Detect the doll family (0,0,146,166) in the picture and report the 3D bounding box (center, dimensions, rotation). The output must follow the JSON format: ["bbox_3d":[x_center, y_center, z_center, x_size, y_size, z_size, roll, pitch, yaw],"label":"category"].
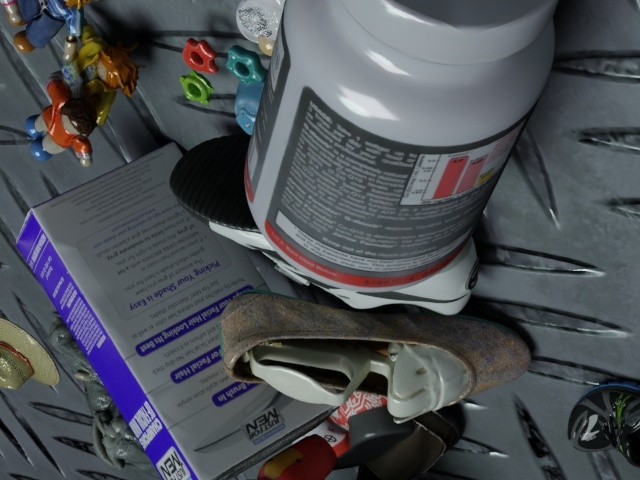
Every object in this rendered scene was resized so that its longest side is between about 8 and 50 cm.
[{"bbox_3d":[-0.258,-0.209,1.708,0.163,0.118,0.263,-15,104,62],"label":"doll family"}]

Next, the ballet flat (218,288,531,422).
[{"bbox_3d":[0.050,0.127,1.701,0.316,0.106,0.107,6,132,5],"label":"ballet flat"}]

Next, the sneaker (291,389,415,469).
[{"bbox_3d":[0.024,0.170,1.887,0.270,0.090,0.145,136,125,-64],"label":"sneaker"}]

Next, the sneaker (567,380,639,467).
[{"bbox_3d":[0.300,0.181,1.645,0.067,0.078,0.188,48,149,-17],"label":"sneaker"}]

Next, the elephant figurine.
[{"bbox_3d":[-0.246,0.216,2.249,0.169,0.186,0.239,5,-175,-37],"label":"elephant figurine"}]

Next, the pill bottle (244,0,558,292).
[{"bbox_3d":[0.064,-0.127,1.342,0.210,0.210,0.363,34,150,8],"label":"pill bottle"}]

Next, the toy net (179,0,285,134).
[{"bbox_3d":[-0.060,-0.179,1.577,0.122,0.045,0.232,37,149,6],"label":"toy net"}]

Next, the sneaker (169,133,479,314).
[{"bbox_3d":[0.000,0.000,1.675,0.331,0.122,0.146,20,147,25],"label":"sneaker"}]

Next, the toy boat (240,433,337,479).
[{"bbox_3d":[-0.047,0.342,1.881,0.267,0.148,0.318,38,150,30],"label":"toy boat"}]

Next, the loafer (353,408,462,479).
[{"bbox_3d":[0.097,0.245,1.955,0.080,0.078,0.220,35,151,5],"label":"loafer"}]

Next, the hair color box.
[{"bbox_3d":[-0.151,0.086,1.795,0.338,0.185,0.110,56,151,11],"label":"hair color box"}]

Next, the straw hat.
[{"bbox_3d":[-0.452,0.182,2.483,0.144,0.061,0.144,28,149,18],"label":"straw hat"}]
